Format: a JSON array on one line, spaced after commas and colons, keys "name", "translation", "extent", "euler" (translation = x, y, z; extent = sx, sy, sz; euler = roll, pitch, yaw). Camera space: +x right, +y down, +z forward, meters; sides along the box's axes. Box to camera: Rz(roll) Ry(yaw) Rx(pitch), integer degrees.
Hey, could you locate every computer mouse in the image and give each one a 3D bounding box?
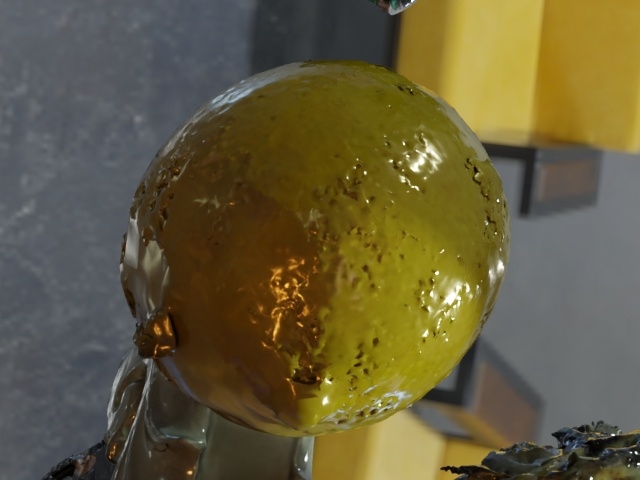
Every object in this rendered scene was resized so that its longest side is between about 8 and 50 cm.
[{"name": "computer mouse", "translation": [-0.258, 0.309, 2.065], "extent": [0.096, 0.233, 0.137], "euler": [49, 22, -30]}]

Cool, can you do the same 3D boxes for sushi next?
[{"name": "sushi", "translation": [0.233, 0.228, 1.513], "extent": [0.291, 0.131, 0.139], "euler": [-12, 108, -32]}]

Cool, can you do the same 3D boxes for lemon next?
[{"name": "lemon", "translation": [0.000, 0.000, 0.821], "extent": [0.206, 0.173, 0.173], "euler": [-56, 148, -33]}]

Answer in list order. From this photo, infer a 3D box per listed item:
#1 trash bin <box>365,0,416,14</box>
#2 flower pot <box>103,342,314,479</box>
[{"name": "trash bin", "translation": [0.047, -0.453, 1.759], "extent": [0.295, 0.259, 0.381], "euler": [-49, 137, -18]}, {"name": "flower pot", "translation": [-0.117, 0.232, 1.582], "extent": [0.165, 0.254, 0.367], "euler": [23, 69, -23]}]
